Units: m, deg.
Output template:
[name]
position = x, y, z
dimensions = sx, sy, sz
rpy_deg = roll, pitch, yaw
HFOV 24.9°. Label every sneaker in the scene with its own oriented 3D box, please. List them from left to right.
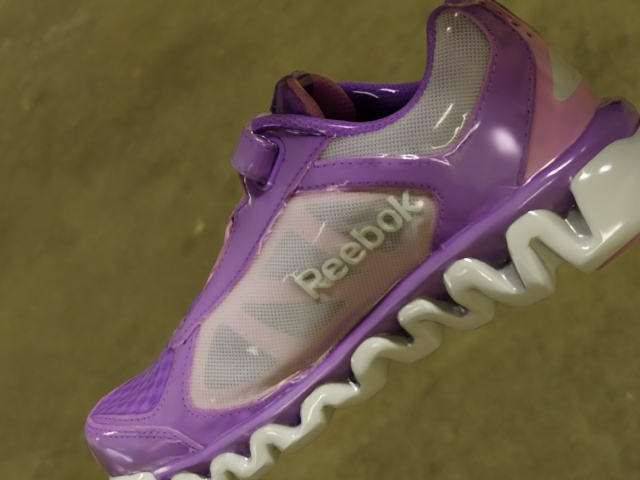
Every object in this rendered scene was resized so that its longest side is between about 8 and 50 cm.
[sneaker]
position = 0.000, 0.000, 0.498
dimensions = 0.236, 0.104, 0.095
rpy_deg = -36, 11, 22
